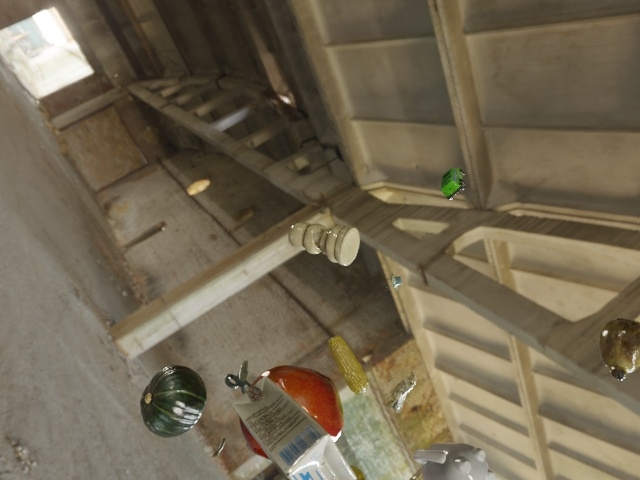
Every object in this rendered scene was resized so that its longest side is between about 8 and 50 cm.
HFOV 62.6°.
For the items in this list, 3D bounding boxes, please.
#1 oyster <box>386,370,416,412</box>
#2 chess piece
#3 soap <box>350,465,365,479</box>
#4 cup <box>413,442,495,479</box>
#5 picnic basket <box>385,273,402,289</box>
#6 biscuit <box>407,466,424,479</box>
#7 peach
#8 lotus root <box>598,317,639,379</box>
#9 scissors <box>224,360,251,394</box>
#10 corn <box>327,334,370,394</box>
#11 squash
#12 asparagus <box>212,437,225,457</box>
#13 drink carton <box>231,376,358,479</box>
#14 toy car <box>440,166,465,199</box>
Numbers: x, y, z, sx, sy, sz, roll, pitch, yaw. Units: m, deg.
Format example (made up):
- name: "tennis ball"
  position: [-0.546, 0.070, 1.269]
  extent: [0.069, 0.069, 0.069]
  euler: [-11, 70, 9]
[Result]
- name: "oyster"
  position: [0.360, 0.684, 2.345]
  extent: [0.061, 0.106, 0.199]
  euler: [-122, -143, -64]
- name: "chess piece"
  position: [0.000, 0.000, 2.221]
  extent: [0.300, 0.167, 0.167]
  euler: [11, -41, 32]
- name: "soap"
  position: [-0.024, 0.960, 1.888]
  extent: [0.306, 0.428, 0.115]
  euler: [-122, -164, -63]
- name: "cup"
  position: [0.339, 0.562, 1.321]
  extent: [0.173, 0.134, 0.142]
  euler: [54, -33, 1]
- name: "picnic basket"
  position: [0.349, 0.197, 2.517]
  extent: [0.083, 0.083, 0.065]
  euler: [61, 21, -28]
- name: "biscuit"
  position: [0.390, 0.955, 2.078]
  extent: [0.070, 0.169, 0.082]
  euler: [50, -37, 22]
- name: "peach"
  position: [-0.105, 0.604, 1.839]
  extent: [0.289, 0.373, 0.372]
  euler: [-104, 174, -52]
- name: "lotus root"
  position: [0.941, 0.337, 1.642]
  extent: [0.138, 0.214, 0.138]
  euler: [26, -25, 13]
- name: "scissors"
  position: [-0.337, 0.581, 2.267]
  extent: [0.138, 0.041, 0.289]
  euler: [27, 6, -6]
- name: "corn"
  position: [0.115, 0.520, 2.205]
  extent: [0.260, 0.091, 0.091]
  euler: [60, -37, 9]
- name: "squash"
  position: [-0.438, 0.478, 1.570]
  extent: [0.172, 0.218, 0.218]
  euler: [11, 27, -48]
- name: "asparagus"
  position: [-0.325, 0.668, 1.689]
  extent: [0.114, 0.015, 0.014]
  euler: [-51, 146, -82]
- name: "drink carton"
  position: [-0.065, 0.492, 1.271]
  extent: [0.325, 0.132, 0.194]
  euler: [20, -39, 56]
- name: "toy car"
  position: [0.471, -0.212, 1.882]
  extent: [0.062, 0.165, 0.071]
  euler: [41, -56, -12]
